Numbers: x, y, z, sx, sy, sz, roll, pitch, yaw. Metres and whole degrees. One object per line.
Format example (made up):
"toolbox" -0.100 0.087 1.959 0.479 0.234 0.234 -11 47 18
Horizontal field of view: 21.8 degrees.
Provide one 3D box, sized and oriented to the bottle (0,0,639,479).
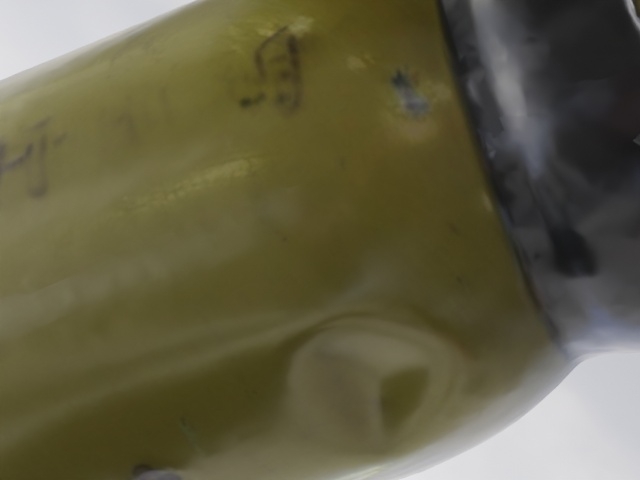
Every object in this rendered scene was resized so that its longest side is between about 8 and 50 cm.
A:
"bottle" 0.000 0.000 0.531 0.171 0.351 0.172 -19 -90 -75
